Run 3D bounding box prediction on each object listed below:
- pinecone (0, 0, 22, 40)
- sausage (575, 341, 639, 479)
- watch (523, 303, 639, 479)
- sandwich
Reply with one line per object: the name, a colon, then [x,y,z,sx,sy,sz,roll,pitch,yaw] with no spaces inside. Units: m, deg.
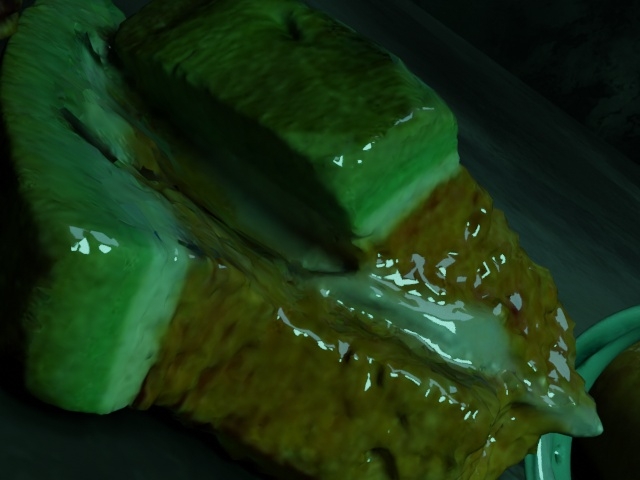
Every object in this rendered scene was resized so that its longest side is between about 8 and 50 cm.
pinecone: [-0.182,-0.143,0.493,0.221,0.221,0.221,37,16,-12]
sausage: [0.209,0.135,0.830,0.109,0.109,0.270,37,15,-14]
watch: [0.198,0.131,0.651,0.068,0.195,0.237,18,36,-58]
sandwich: [0.000,0.000,0.602,0.301,0.162,0.250,33,21,-17]
